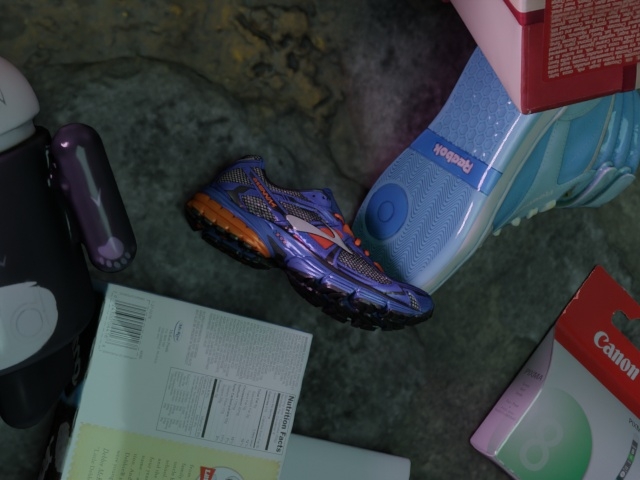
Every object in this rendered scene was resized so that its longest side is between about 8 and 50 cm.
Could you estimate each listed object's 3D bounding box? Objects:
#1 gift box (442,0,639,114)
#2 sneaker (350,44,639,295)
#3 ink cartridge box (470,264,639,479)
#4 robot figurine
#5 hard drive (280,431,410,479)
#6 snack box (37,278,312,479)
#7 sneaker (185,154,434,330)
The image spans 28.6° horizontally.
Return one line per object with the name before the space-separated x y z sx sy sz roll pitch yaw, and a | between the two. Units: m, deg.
gift box | 0.216 -0.290 0.942 0.255 0.258 0.276 -11 132 -10
sneaker | 0.174 -0.041 1.130 0.208 0.127 0.319 24 108 -45
ink cartridge box | 0.278 0.167 1.260 0.181 0.056 0.224 41 83 -27
robot figurine | -0.260 -0.003 0.899 0.209 0.173 0.278 -22 109 -26
hard drive | -0.082 0.263 1.093 0.319 0.040 0.210 17 82 -27
snack box | -0.131 0.209 1.008 0.187 0.060 0.322 17 82 -27
sneaker | 0.000 0.000 1.036 0.221 0.083 0.087 31 74 3
